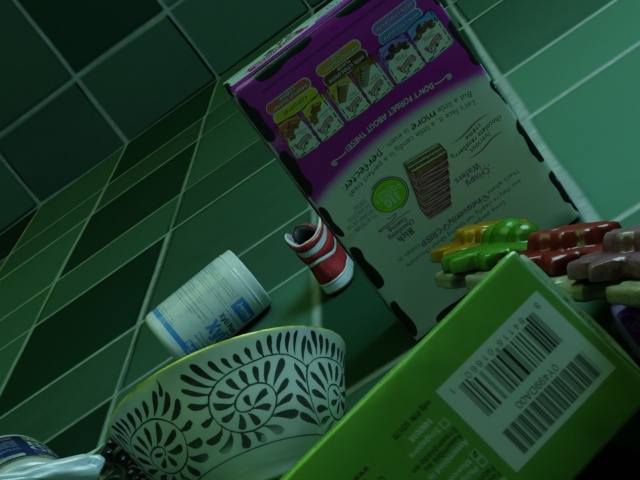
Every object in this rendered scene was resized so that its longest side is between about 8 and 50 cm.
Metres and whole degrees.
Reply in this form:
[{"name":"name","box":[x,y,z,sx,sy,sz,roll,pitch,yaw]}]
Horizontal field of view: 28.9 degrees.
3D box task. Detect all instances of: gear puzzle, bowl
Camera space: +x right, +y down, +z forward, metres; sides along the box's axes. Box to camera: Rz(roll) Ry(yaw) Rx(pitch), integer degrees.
[{"name":"gear puzzle","box":[0.164,-0.005,0.721,0.175,0.044,0.339,-10,3,-17]},{"name":"bowl","box":[-0.047,0.133,0.823,0.170,0.080,0.170,-19,-27,-10]}]

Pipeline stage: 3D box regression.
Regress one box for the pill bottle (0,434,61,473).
[{"name":"pill bottle","box":[-0.258,0.217,1.057,0.094,0.094,0.169,-42,17,-17]}]

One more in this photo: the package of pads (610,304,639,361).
[{"name":"package of pads","box":[0.194,0.050,0.685,0.050,0.032,0.083,-33,17,8]}]

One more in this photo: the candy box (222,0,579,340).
[{"name":"candy box","box":[0.061,-0.067,0.921,0.159,0.233,0.071,-37,16,-1]}]

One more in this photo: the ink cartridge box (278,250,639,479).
[{"name":"ink cartridge box","box":[0.048,0.132,0.675,0.189,0.097,0.255,-42,-10,-16]}]

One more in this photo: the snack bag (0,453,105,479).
[{"name":"snack bag","box":[-0.319,0.210,0.763,0.342,0.037,0.323,-5,-30,-26]}]

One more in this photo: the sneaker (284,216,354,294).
[{"name":"sneaker","box":[0.000,0.000,1.159,0.042,0.067,0.118,-34,17,10]}]

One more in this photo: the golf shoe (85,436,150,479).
[{"name":"golf shoe","box":[-0.143,0.182,0.942,0.198,0.077,0.094,-18,-19,-6]}]

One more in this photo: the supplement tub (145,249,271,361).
[{"name":"supplement tub","box":[-0.108,0.068,1.195,0.107,0.071,0.071,-39,16,-6]}]
